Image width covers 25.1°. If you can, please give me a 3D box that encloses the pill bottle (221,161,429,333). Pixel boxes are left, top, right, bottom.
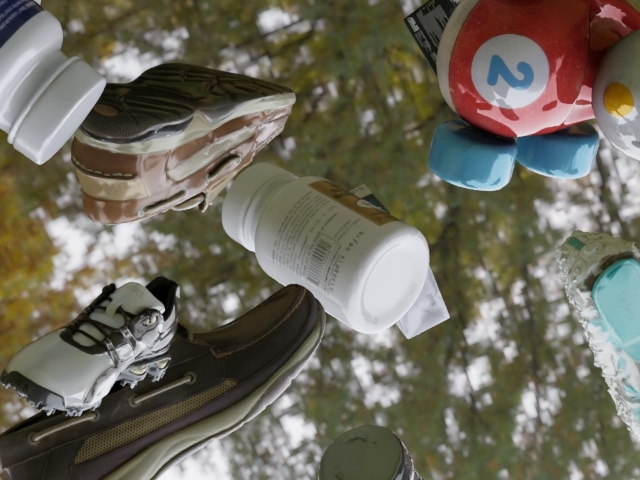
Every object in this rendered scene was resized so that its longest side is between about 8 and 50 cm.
[{"bbox_3d":[0.000,0.000,1.637,0.131,0.131,0.229,-37,-131,-28],"label":"pill bottle"}]

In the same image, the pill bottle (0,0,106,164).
[{"bbox_3d":[-0.260,-0.147,1.085,0.112,0.187,0.112,-52,-178,3],"label":"pill bottle"}]

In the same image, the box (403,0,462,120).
[{"bbox_3d":[0.228,-0.277,2.034,0.147,0.180,0.077,-36,163,21],"label":"box"}]

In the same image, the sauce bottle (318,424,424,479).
[{"bbox_3d":[0.096,0.273,1.179,0.111,0.344,0.111,-18,-136,18],"label":"sauce bottle"}]

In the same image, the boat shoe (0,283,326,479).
[{"bbox_3d":[-0.147,0.134,1.359,0.355,0.130,0.132,-37,-167,-25],"label":"boat shoe"}]

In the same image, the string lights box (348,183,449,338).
[{"bbox_3d":[0.099,0.027,2.207,0.077,0.133,0.259,-27,-151,-6],"label":"string lights box"}]

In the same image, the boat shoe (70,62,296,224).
[{"bbox_3d":[-0.132,-0.090,1.339,0.123,0.120,0.324,18,-161,23],"label":"boat shoe"}]

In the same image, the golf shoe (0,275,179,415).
[{"bbox_3d":[-0.175,0.073,1.121,0.077,0.094,0.198,30,-161,14],"label":"golf shoe"}]

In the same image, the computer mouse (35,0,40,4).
[{"bbox_3d":[-0.322,-0.249,1.491,0.106,0.193,0.042,8,-163,2],"label":"computer mouse"}]

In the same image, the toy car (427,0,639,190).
[{"bbox_3d":[0.237,-0.125,1.148,0.210,0.219,0.238,-9,-150,-41],"label":"toy car"}]

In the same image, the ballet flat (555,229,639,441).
[{"bbox_3d":[0.424,0.137,1.934,0.147,0.409,0.147,-20,-147,14],"label":"ballet flat"}]
